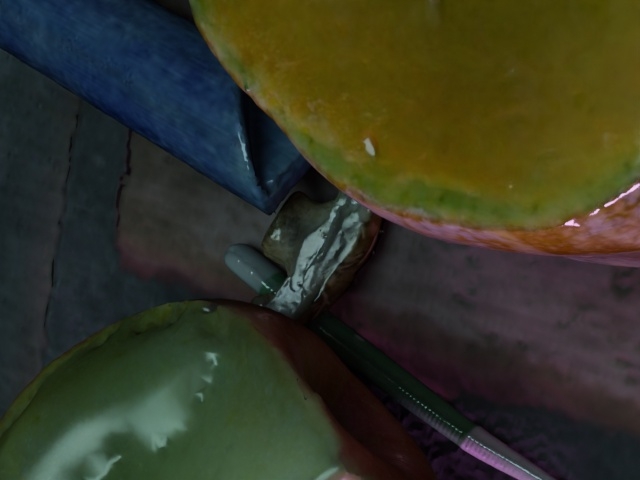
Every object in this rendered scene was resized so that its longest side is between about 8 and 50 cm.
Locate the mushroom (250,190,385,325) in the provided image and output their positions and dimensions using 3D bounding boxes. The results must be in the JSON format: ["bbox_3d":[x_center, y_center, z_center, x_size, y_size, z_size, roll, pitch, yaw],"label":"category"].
[{"bbox_3d":[0.000,0.000,0.721,0.049,0.019,0.101,29,93,27],"label":"mushroom"}]

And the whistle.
[{"bbox_3d":[-0.120,-0.106,0.771,0.304,0.062,0.062,32,108,27],"label":"whistle"}]

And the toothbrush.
[{"bbox_3d":[0.051,0.075,0.708,0.257,0.018,0.024,37,117,23],"label":"toothbrush"}]

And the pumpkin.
[{"bbox_3d":[0.082,-0.152,0.578,0.332,0.199,0.332,1,91,33],"label":"pumpkin"}]

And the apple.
[{"bbox_3d":[-0.043,0.129,0.681,0.188,0.174,0.207,-34,72,7],"label":"apple"}]
